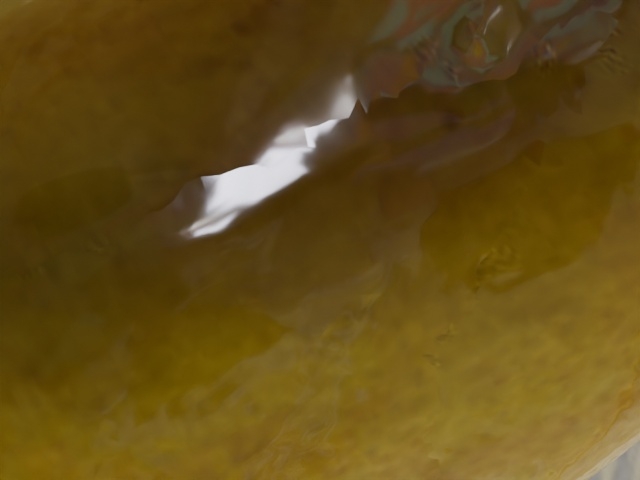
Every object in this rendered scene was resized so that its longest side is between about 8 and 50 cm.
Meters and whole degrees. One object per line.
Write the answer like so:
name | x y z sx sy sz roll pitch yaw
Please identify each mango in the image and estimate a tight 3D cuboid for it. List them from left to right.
mango | 0.000 0.000 0.471 0.300 0.445 0.232 56 -171 -39
